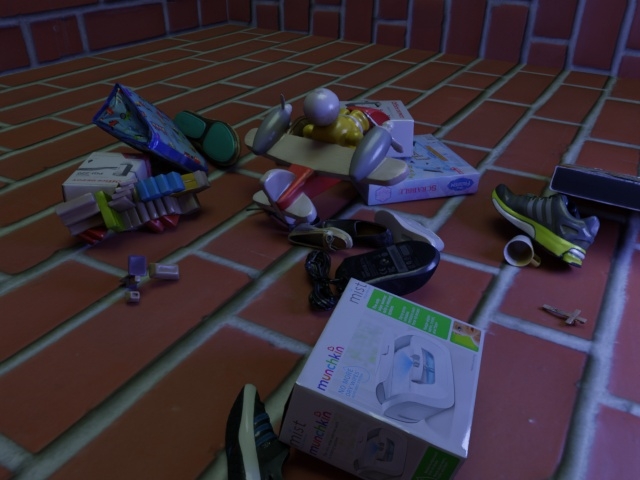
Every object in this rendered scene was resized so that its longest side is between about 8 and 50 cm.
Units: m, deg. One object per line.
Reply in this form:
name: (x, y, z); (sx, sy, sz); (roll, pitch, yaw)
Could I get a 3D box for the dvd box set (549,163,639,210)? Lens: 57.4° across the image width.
dvd box set: (0.731, -0.125, 1.414); (0.307, 0.062, 0.420); (18, 15, 23)

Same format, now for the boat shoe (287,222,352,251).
boat shoe: (-0.001, -0.002, 1.311); (0.152, 0.056, 0.048); (16, 40, 28)

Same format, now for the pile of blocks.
pile of blocks: (-0.402, -0.071, 1.335); (0.362, 0.113, 0.149); (-21, -5, -30)

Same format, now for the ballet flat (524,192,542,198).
ballet flat: (0.563, -0.089, 1.504); (0.041, 0.041, 0.114); (-18, 35, -30)

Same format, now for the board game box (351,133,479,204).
board game box: (0.234, -0.211, 1.668); (0.317, 0.066, 0.319); (-7, 31, -13)

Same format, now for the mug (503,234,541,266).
mug: (0.445, 0.025, 1.294); (0.062, 0.078, 0.064); (-21, 9, 29)

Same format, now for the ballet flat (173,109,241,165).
ballet flat: (-0.321, -0.311, 1.790); (0.123, 0.123, 0.348); (-23, 40, -36)

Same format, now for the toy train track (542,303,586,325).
toy train track: (0.466, 0.144, 1.120); (0.048, 0.014, 0.083); (-32, 38, -34)

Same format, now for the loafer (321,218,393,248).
loafer: (0.082, -0.027, 1.331); (0.169, 0.061, 0.062); (7, 63, 12)

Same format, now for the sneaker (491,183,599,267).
sneaker: (0.513, -0.059, 1.336); (0.111, 0.121, 0.300); (25, 17, -39)

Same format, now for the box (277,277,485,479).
box: (0.097, 0.206, 0.847); (0.231, 0.127, 0.262); (22, 34, 9)

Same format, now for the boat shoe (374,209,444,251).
boat shoe: (0.205, -0.021, 1.347); (0.063, 0.066, 0.184); (-8, 26, -43)

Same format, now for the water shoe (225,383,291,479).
water shoe: (-0.085, 0.287, 0.810); (0.080, 0.073, 0.203); (21, 25, -19)

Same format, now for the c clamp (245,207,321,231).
c clamp: (-0.083, -0.057, 1.439); (0.137, 0.022, 0.160); (-17, 33, -38)

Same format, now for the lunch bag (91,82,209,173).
lunch bag: (-0.448, -0.283, 1.622); (0.293, 0.138, 0.221); (35, 2, 34)

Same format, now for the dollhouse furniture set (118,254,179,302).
dollhouse furniture set: (-0.349, 0.087, 1.185); (0.114, 0.091, 0.081); (6, -21, -39)

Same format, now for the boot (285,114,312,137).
boot: (-0.034, -0.321, 1.822); (0.115, 0.112, 0.305); (34, 44, 6)

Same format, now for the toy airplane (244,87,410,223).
toy airplane: (-0.005, -0.218, 1.383); (0.385, 0.273, 0.384); (-8, 33, 3)

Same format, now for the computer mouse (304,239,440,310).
computer mouse: (0.108, 0.071, 1.182); (0.272, 0.072, 0.189); (-12, 32, 2)

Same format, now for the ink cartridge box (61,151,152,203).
ink cartridge box: (-0.539, -0.146, 1.498); (0.158, 0.092, 0.218); (1, 32, 0)

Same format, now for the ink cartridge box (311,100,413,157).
ink cartridge box: (0.114, -0.319, 1.670); (0.272, 0.115, 0.198); (-2, 30, -3)
